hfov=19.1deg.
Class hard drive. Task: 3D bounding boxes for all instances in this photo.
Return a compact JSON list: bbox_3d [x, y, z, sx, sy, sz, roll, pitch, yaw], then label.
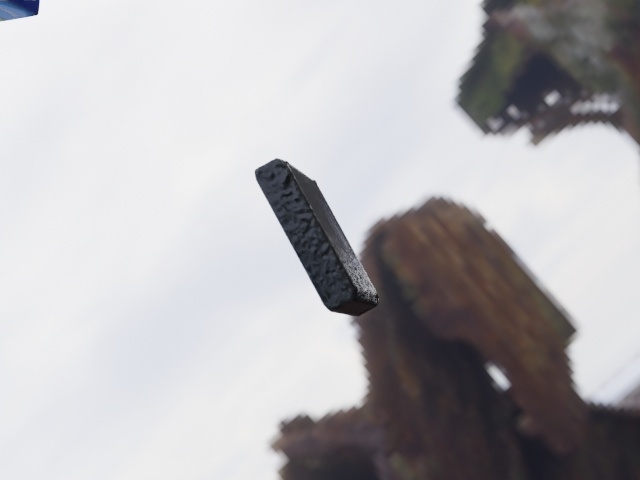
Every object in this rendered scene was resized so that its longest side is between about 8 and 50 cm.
[{"bbox_3d":[0.000,0.000,1.154,0.022,0.094,0.135,-29,-7,5],"label":"hard drive"}]

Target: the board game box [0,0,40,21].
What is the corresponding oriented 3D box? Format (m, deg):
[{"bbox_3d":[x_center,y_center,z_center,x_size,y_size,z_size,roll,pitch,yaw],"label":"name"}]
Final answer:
[{"bbox_3d":[-0.383,-0.223,1.262,0.233,0.078,0.347,-4,-14,32],"label":"board game box"}]
